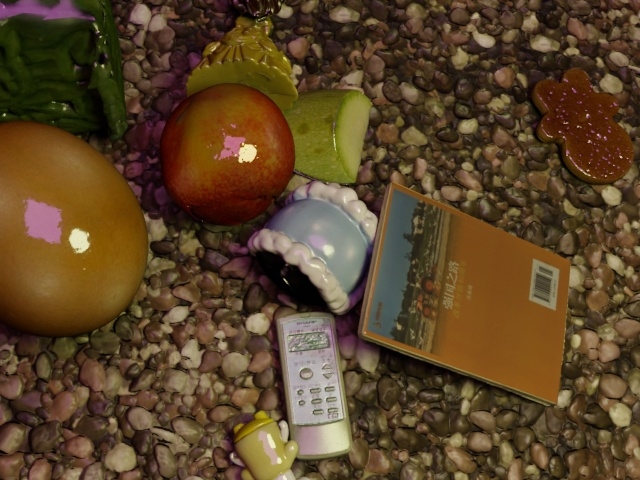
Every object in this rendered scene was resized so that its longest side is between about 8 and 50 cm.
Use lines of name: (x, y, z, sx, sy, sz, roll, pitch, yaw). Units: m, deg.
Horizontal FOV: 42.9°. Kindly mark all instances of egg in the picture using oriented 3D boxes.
egg: (-0.412, -0.019, 1.211, 0.282, 0.283, 0.351, -31, 76, -17)

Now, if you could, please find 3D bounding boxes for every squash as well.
squash: (-0.004, -0.207, 1.439, 0.184, 0.085, 0.192, 12, 66, -2)

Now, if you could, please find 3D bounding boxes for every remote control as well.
remote control: (-0.011, 0.228, 1.291, 0.098, 0.038, 0.234, -5, 68, -9)

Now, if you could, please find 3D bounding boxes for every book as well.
book: (0.245, 0.088, 1.314, 0.373, 0.028, 0.263, 22, 67, -19)

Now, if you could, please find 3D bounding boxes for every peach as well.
peach: (-0.154, -0.140, 1.326, 0.230, 0.231, 0.231, 2, 68, -5)

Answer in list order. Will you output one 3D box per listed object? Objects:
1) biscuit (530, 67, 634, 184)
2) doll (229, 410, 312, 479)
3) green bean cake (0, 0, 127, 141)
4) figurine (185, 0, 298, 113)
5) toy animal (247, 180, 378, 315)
biscuit: (0.489, -0.209, 1.518, 0.179, 0.039, 0.236, -20, 73, -16)
doll: (-0.073, 0.340, 1.223, 0.106, 0.062, 0.163, -34, 72, 12)
green bean cake: (-0.486, -0.295, 1.299, 0.318, 0.335, 0.218, -8, 60, -7)
figurine: (-0.125, -0.385, 1.479, 0.187, 0.168, 0.315, -16, 53, 30)
toy animal: (0.000, 0.000, 1.314, 0.208, 0.156, 0.204, 36, 65, 12)
